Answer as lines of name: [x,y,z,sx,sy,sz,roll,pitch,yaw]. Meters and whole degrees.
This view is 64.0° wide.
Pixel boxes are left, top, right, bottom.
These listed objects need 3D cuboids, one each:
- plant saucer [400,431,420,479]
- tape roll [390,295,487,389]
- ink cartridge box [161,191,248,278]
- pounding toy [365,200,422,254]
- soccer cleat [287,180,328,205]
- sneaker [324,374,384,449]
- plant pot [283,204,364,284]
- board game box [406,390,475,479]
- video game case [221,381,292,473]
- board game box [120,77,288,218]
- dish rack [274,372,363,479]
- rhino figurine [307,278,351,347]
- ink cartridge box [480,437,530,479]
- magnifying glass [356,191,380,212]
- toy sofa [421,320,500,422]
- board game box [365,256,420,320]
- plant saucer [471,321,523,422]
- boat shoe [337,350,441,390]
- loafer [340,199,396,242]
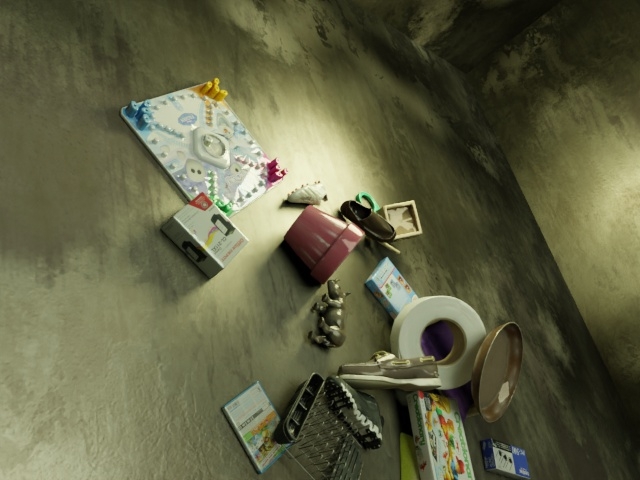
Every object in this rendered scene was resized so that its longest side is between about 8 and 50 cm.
plant saucer: [0.306,0.659,1.454,0.188,0.045,0.188,33,42,-27]
tape roll: [0.365,0.315,1.599,0.287,0.100,0.285,1,83,-7]
ink cartridge box: [-0.283,-0.013,1.279,0.175,0.072,0.127,47,42,-11]
pounding toy: [0.254,-0.032,1.872,0.206,0.094,0.180,-11,83,-15]
soccer cleat: [-0.034,-0.146,1.667,0.196,0.068,0.076,-25,86,-56]
sneaker: [0.095,0.436,1.366,0.234,0.078,0.106,53,34,-9]
plant pot: [0.000,0.000,1.507,0.180,0.201,0.201,38,38,2]
board game box: [0.348,0.597,1.462,0.193,0.053,0.305,23,48,-37]
video game case: [-0.140,0.421,1.165,0.119,0.015,0.166,-25,82,-53]
board game box: [-0.305,-0.273,1.475,0.390,0.050,0.390,52,37,-5]
dish rack: [0.015,0.481,1.228,0.271,0.074,0.208,50,31,-8]
rhino figurine: [0.036,0.203,1.476,0.106,0.073,0.243,36,40,-21]
ink cartridge box: [0.630,0.746,1.744,0.207,0.046,0.097,29,46,-31]
magnifying glass: [0.222,-0.097,1.945,0.231,0.026,0.092,43,39,-17]
toy sofa: [0.457,0.409,1.720,0.177,0.150,0.362,-24,82,-54]
board game box: [0.255,0.181,1.761,0.211,0.039,0.160,51,37,-5]
plant saucer: [0.539,0.397,1.572,0.311,0.050,0.310,-14,109,-45]
boat shoe: [0.191,0.366,1.444,0.325,0.116,0.096,7,62,-20]
loafer: [0.167,-0.067,1.771,0.220,0.078,0.080,31,75,0]
